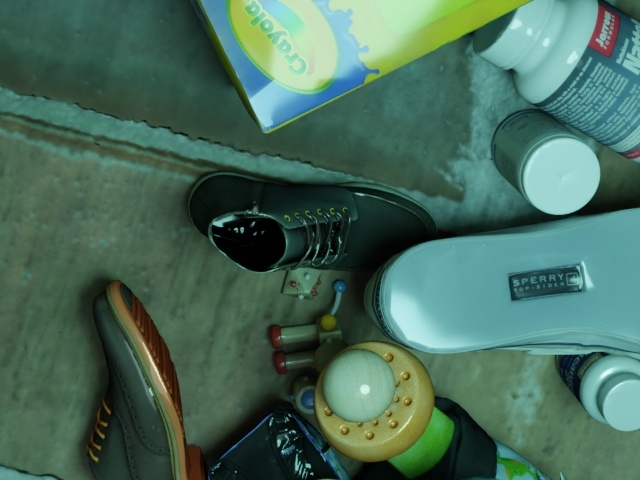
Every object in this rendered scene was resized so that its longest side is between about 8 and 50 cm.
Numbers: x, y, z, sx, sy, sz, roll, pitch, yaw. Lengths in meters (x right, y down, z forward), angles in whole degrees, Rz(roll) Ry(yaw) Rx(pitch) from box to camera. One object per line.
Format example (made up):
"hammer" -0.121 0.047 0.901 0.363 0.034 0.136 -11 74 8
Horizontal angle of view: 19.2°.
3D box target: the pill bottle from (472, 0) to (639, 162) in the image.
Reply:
"pill bottle" 0.226 -0.152 1.609 0.180 0.108 0.108 27 101 -17

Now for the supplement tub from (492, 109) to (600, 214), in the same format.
"supplement tub" 0.193 -0.069 1.630 0.071 0.107 0.071 -3 108 -9

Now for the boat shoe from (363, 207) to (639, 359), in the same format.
"boat shoe" 0.212 0.047 1.654 0.367 0.156 0.135 -6 89 -13

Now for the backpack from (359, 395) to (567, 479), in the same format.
"backpack" 0.181 0.360 1.711 0.355 0.273 0.290 36 93 -29

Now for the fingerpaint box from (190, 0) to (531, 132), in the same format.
"fingerpaint box" 0.013 -0.370 1.472 0.371 0.163 0.444 -27 109 -1

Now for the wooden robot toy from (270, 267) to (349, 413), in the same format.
"wooden robot toy" 0.001 0.110 1.669 0.076 0.079 0.173 -12 109 -6

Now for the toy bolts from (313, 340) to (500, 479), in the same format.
"toy bolts" 0.058 0.213 1.534 0.228 0.158 0.218 34 85 24

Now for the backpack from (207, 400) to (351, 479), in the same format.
"backpack" -0.029 0.216 1.686 0.105 0.084 0.114 -41 85 5

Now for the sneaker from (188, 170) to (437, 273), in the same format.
"sneaker" 0.000 0.000 1.612 0.222 0.118 0.083 6 106 -12

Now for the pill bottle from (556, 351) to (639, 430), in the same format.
"pill bottle" 0.259 0.126 1.697 0.067 0.120 0.067 -3 108 -9

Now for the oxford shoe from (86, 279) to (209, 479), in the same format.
"oxford shoe" -0.164 0.166 1.652 0.098 0.097 0.271 -15 110 1
